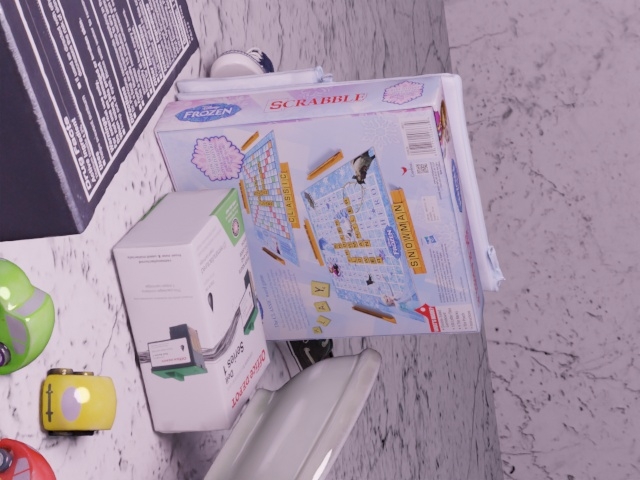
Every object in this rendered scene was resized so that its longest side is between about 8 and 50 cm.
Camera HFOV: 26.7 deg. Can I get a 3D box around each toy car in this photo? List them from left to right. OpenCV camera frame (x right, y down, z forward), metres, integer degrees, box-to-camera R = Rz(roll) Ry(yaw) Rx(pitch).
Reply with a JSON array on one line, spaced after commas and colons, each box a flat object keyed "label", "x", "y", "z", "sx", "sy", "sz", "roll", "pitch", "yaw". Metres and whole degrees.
[{"label": "toy car", "x": -0.240, "y": 0.119, "z": 1.146, "sx": 0.239, "sy": 0.053, "sz": 0.225, "roll": -62, "pitch": 145, "yaw": -61}]

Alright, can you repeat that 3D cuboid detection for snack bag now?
[{"label": "snack bag", "x": 0.028, "y": -0.063, "z": 1.584, "sx": 0.037, "sy": 0.343, "sz": 0.323, "roll": -71, "pitch": 151, "yaw": -49}]

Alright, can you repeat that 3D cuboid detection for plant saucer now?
[{"label": "plant saucer", "x": -0.076, "y": 0.267, "z": 1.399, "sx": 0.400, "sy": 0.101, "sz": 0.400, "roll": -60, "pitch": 180, "yaw": -1}]

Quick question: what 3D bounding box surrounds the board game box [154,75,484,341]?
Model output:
[{"label": "board game box", "x": 0.007, "y": -0.025, "z": 1.547, "sx": 0.066, "sy": 0.318, "sz": 0.318, "roll": -73, "pitch": 155, "yaw": -51}]

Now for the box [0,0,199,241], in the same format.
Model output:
[{"label": "box", "x": -0.244, "y": -0.195, "z": 0.969, "sx": 0.294, "sy": 0.183, "sz": 0.296, "roll": -71, "pitch": 151, "yaw": -55}]

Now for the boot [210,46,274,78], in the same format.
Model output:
[{"label": "boot", "x": -0.096, "y": -0.211, "z": 1.698, "sx": 0.190, "sy": 0.069, "sz": 0.086, "roll": 66, "pitch": 18, "yaw": -68}]

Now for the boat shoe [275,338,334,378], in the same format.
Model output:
[{"label": "boat shoe", "x": -0.017, "y": 0.132, "z": 1.866, "sx": 0.219, "sy": 0.070, "sz": 0.077, "roll": 71, "pitch": 23, "yaw": -43}]

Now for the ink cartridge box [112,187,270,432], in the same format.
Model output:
[{"label": "ink cartridge box", "x": -0.133, "y": 0.074, "z": 1.448, "sx": 0.160, "sy": 0.093, "sz": 0.219, "roll": -58, "pitch": 142, "yaw": -62}]
